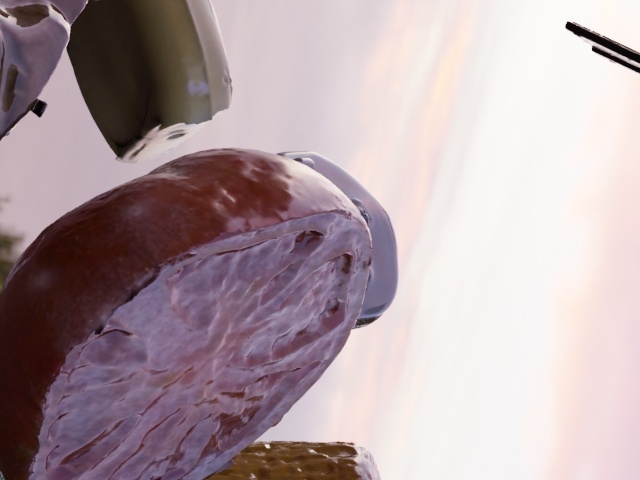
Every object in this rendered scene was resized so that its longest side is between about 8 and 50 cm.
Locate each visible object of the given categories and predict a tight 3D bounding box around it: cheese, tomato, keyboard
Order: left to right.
[{"bbox_3d":[-0.211,-0.257,1.939,0.259,0.128,0.316,-28,-100,53],"label":"cheese"},{"bbox_3d":[-0.085,0.040,0.874,0.095,0.236,0.237,47,-34,26],"label":"tomato"},{"bbox_3d":[0.431,-0.196,2.025,0.309,0.101,0.018,35,-84,42],"label":"keyboard"}]

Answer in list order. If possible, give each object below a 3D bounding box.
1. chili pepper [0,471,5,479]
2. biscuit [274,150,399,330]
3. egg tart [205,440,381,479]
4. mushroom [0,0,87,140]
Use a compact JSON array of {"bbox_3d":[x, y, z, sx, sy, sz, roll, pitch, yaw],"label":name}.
[{"bbox_3d":[-0.232,0.139,1.237,0.062,0.108,0.216,-57,154,16],"label":"chili pepper"},{"bbox_3d":[0.000,0.000,1.553,0.049,0.208,0.181,-25,-109,45],"label":"biscuit"},{"bbox_3d":[-0.035,0.223,1.115,0.215,0.170,0.215,-12,90,-84],"label":"egg tart"},{"bbox_3d":[-0.214,-0.148,0.840,0.286,0.156,0.151,-84,152,-47],"label":"mushroom"}]
